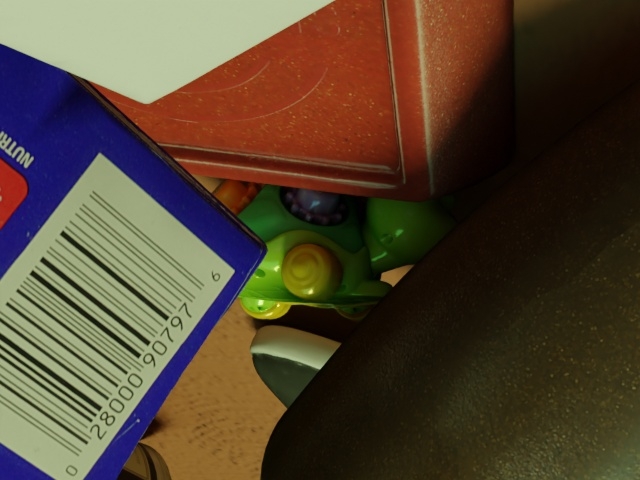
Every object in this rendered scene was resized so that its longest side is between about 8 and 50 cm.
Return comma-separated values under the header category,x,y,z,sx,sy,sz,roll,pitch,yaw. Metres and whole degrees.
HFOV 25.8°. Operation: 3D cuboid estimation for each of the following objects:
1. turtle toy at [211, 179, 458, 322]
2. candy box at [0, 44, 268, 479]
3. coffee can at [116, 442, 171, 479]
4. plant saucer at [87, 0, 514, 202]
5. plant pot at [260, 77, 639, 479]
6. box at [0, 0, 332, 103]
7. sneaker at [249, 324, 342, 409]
category,x,y,z,sx,sy,sz,roll,pitch,yaw
turtle toy,0.000,0.000,0.647,0.130,0.066,0.095,0,169,19
candy box,-0.209,-0.059,0.464,0.268,0.122,0.317,44,167,-34
coffee can,-0.263,0.165,0.899,0.275,0.201,0.201,33,145,-28
plant saucer,-0.058,-0.101,0.532,0.259,0.047,0.259,8,148,12
plant pot,0.118,0.052,0.558,0.215,0.215,0.230,22,123,-11
box,-0.058,-0.140,0.323,0.130,0.170,0.091,22,151,-37
sneaker,0.051,0.174,0.757,0.296,0.147,0.104,37,168,9
